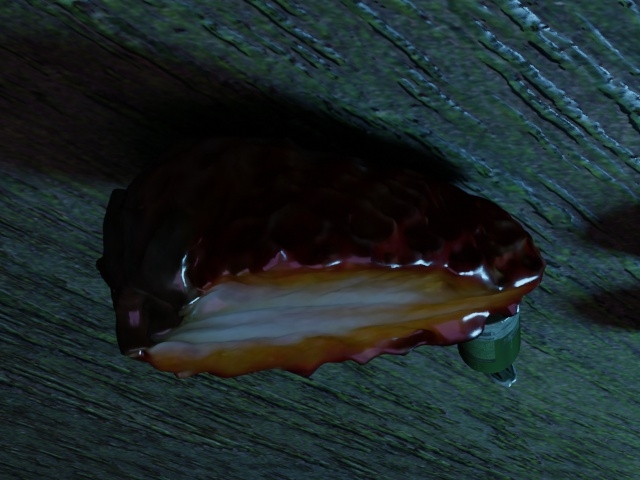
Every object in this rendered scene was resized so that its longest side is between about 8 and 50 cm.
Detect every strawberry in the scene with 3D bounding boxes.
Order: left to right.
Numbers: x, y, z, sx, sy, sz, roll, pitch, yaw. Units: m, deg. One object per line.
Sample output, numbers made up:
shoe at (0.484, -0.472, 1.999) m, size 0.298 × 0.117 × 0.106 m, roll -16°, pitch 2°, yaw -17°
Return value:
strawberry at (0.000, 0.000, 1.421) m, size 0.336 × 0.149 × 0.265 m, roll -1°, pitch 156°, yaw -19°

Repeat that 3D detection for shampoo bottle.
shampoo bottle at (0.155, 0.082, 1.719) m, size 0.065 × 0.065 × 0.204 m, roll 1°, pitch 161°, yaw 7°
